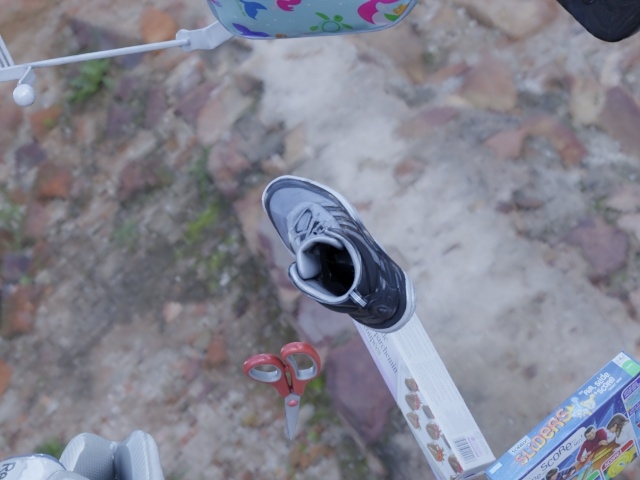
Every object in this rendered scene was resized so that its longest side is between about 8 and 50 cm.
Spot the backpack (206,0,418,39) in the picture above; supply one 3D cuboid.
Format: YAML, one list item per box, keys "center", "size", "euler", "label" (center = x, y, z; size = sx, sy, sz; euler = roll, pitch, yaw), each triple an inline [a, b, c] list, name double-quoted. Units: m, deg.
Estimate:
- center: [0.019, -0.251, 0.846]
  size: [0.253, 0.225, 0.191]
  euler: [-1, 51, 21]
  label: "backpack"

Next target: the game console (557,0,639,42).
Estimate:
- center: [0.134, -0.296, 0.849]
  size: [0.173, 0.293, 0.250]
  euler: [-24, -24, -46]
  label: "game console"

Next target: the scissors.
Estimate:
- center: [-0.033, 0.229, 1.931]
  size: [0.109, 0.297, 0.021]
  euler: [-15, 56, 5]
  label: "scissors"

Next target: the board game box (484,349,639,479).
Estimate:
- center: [0.276, 0.227, 1.404]
  size: [0.201, 0.136, 0.035]
  euler: [-38, 46, -11]
  label: "board game box"

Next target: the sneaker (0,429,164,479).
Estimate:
- center: [-0.123, 0.148, 0.449]
  size: [0.111, 0.129, 0.297]
  euler: [-2, 5, 10]
  label: "sneaker"

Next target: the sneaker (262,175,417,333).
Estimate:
- center: [0.000, 0.000, 1.605]
  size: [0.101, 0.153, 0.268]
  euler: [-49, 62, 9]
  label: "sneaker"

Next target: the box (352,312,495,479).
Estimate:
- center: [0.136, 0.193, 1.847]
  size: [0.324, 0.067, 0.063]
  euler: [61, 139, 22]
  label: "box"

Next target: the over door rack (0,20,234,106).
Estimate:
- center: [-0.262, -0.255, 1.192]
  size: [0.324, 0.239, 0.108]
  euler: [-8, 28, 27]
  label: "over door rack"
